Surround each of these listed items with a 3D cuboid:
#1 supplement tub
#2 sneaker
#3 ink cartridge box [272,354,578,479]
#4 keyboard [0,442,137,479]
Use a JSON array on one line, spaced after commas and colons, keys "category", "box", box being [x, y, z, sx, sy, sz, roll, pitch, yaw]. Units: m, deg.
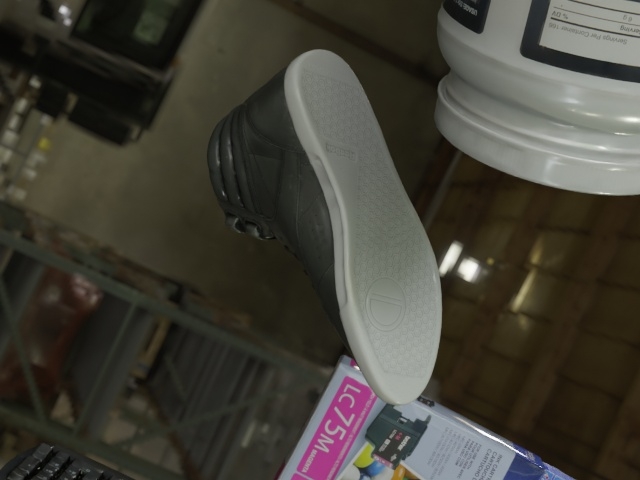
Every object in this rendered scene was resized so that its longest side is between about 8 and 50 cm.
[{"category": "supplement tub", "box": [0.182, -0.186, 0.876, 0.191, 0.191, 0.272, -92, -167, -65]}, {"category": "sneaker", "box": [0.000, 0.000, 1.159, 0.105, 0.295, 0.147, -20, -178, -41]}, {"category": "ink cartridge box", "box": [0.117, 0.282, 1.548, 0.185, 0.311, 0.065, -62, -177, 6]}, {"category": "keyboard", "box": [-0.072, 0.227, 0.876, 0.201, 0.317, 0.033, -59, 173, -71]}]
